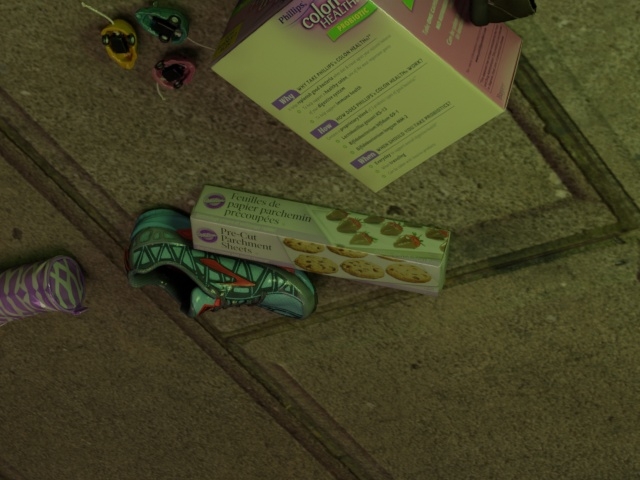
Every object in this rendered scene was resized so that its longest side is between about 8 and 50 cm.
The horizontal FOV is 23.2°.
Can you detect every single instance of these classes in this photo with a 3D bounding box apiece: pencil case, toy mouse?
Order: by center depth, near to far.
[{"bbox_3d":[-0.176,-0.225,1.786,0.143,0.031,0.161,-1,137,23],"label":"toy mouse"},{"bbox_3d":[-0.424,0.079,2.198,0.206,0.086,0.088,-14,97,35],"label":"pencil case"}]

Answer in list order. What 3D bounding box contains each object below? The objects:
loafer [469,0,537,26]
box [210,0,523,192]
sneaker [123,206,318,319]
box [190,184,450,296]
[{"bbox_3d":[0.188,-0.302,1.525,0.078,0.080,0.220,3,145,4],"label":"loafer"},{"bbox_3d":[0.049,-0.199,1.658,0.243,0.117,0.213,36,138,-21],"label":"box"},{"bbox_3d":[-0.135,0.063,2.033,0.262,0.125,0.104,21,142,-2],"label":"sneaker"},{"bbox_3d":[0.000,0.000,1.954,0.324,0.063,0.067,12,139,9],"label":"box"}]
